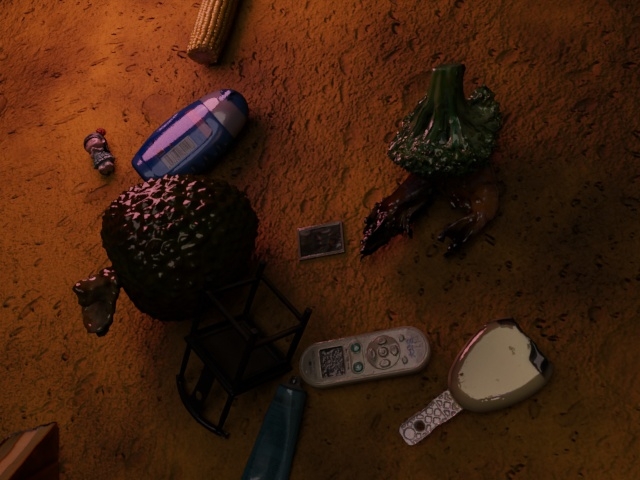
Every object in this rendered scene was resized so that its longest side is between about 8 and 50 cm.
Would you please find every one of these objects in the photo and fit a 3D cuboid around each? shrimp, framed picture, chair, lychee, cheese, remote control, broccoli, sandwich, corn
[{"bbox_3d":[0.199,-0.048,1.142,0.178,0.075,0.289,34,67,29],"label":"shrimp"},{"bbox_3d":[0.000,0.000,1.215,0.089,0.006,0.066,-10,65,14],"label":"framed picture"},{"bbox_3d":[-0.138,0.186,1.114,0.154,0.141,0.260,44,130,28],"label":"chair"},{"bbox_3d":[-0.261,0.017,1.150,0.320,0.270,0.270,-9,64,-1],"label":"lychee"},{"bbox_3d":[0.228,0.230,1.018,0.251,0.054,0.127,-37,62,1],"label":"cheese"},{"bbox_3d":[0.073,0.195,1.089,0.221,0.042,0.078,-13,65,13],"label":"remote control"},{"bbox_3d":[0.215,-0.203,1.089,0.220,0.194,0.194,-22,59,-23],"label":"broccoli"},{"bbox_3d":[-0.549,0.389,1.127,0.117,0.187,0.144,-19,69,9],"label":"sandwich"},{"bbox_3d":[-0.232,-0.507,1.468,0.081,0.081,0.248,5,69,20],"label":"corn"}]

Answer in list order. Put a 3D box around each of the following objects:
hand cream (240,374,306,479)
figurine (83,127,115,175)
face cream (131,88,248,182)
[{"bbox_3d":[-0.072,0.332,1.080,0.083,0.048,0.224,14,79,23],"label":"hand cream"},{"bbox_3d":[-0.476,-0.192,1.429,0.060,0.047,0.106,-39,65,17],"label":"figurine"},{"bbox_3d":[-0.259,-0.211,1.346,0.264,0.083,0.149,-41,63,-2],"label":"face cream"}]
